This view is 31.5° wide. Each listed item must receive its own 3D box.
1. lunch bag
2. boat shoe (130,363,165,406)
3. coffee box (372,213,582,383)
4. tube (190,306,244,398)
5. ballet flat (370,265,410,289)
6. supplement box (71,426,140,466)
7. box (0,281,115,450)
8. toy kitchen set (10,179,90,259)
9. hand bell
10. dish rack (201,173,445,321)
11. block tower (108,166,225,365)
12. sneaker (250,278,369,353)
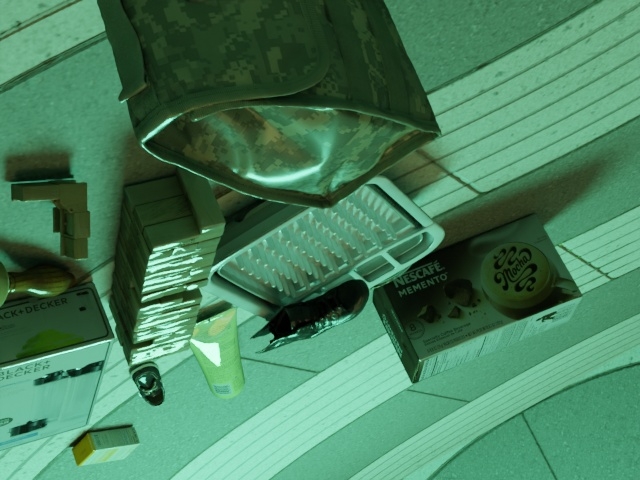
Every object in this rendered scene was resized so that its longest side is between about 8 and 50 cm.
[{"bbox_3d":[-0.064,-0.172,0.927,0.169,0.235,0.287,-33,156,31],"label":"lunch bag"},{"bbox_3d":[-0.272,0.231,1.804,0.046,0.038,0.125,-21,156,-11],"label":"boat shoe"},{"bbox_3d":[0.255,0.097,1.882,0.297,0.168,0.119,-20,156,-10],"label":"coffee box"},{"bbox_3d":[-0.160,0.175,1.784,0.240,0.062,0.070,83,29,-60],"label":"tube"},{"bbox_3d":[0.059,0.051,1.744,0.188,0.070,0.070,-26,156,6],"label":"ballet flat"},{"bbox_3d":[-0.372,0.357,1.968,0.098,0.036,0.062,1,145,-45],"label":"supplement box"},{"bbox_3d":[-0.386,0.178,1.522,0.169,0.087,0.290,-13,153,-27],"label":"box"},{"bbox_3d":[-0.298,-0.023,1.225,0.075,0.083,0.068,-6,-169,-37],"label":"toy kitchen set"},{"bbox_3d":[-0.358,0.050,1.297,0.126,0.126,0.242,-33,167,17],"label":"hand bell"},{"bbox_3d":[0.000,0.000,1.552,0.286,0.072,0.333,-30,156,13],"label":"dish rack"},{"bbox_3d":[-0.200,0.039,1.413,0.097,0.091,0.335,-15,154,-24],"label":"block tower"},{"bbox_3d":[-0.015,0.108,1.609,0.170,0.051,0.089,-36,158,30],"label":"sneaker"}]
